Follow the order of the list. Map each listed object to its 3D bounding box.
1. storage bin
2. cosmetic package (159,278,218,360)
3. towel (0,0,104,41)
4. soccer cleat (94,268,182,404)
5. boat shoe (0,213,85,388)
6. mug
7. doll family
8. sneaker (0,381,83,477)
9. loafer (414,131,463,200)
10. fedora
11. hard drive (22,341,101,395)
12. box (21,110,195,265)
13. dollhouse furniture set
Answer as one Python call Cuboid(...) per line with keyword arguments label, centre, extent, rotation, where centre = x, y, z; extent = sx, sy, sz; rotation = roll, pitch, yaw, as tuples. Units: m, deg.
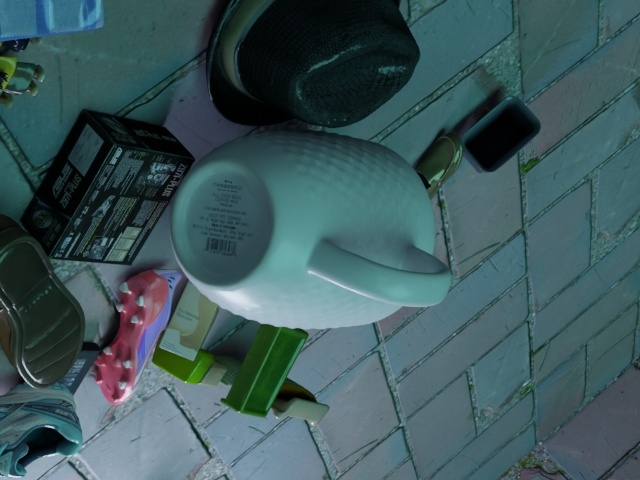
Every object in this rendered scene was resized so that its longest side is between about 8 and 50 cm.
Cuboid(label="storage bin", centre=(0.303, -0.181, 2.060), extent=(0.135, 0.098, 0.091), rotation=(-41, 177, -8))
Cuboid(label="cosmetic package", centre=(-0.196, 0.118, 1.780), extent=(0.041, 0.060, 0.115), rotation=(-169, -79, -83))
Cuboid(label="towel", centre=(-0.297, -0.331, 1.141), extent=(0.209, 0.034, 0.285), rotation=(-15, 123, -39))
Cuboid(label="soccer cleat", centre=(-0.271, 0.147, 1.765), extent=(0.095, 0.083, 0.248), rotation=(-18, 138, -44))
Cuboid(label="boat shoe", centre=(-0.387, 0.070, 1.513), extent=(0.111, 0.104, 0.307), rotation=(-38, 148, -28))
Cuboid(label="mug", centre=(0.000, 0.000, 1.564), extent=(0.328, 0.374, 0.276), rotation=(4, 108, -59))
Cuboid(label="doll family", centre=(-0.342, -0.214, 1.262), extent=(0.111, 0.076, 0.193), rotation=(11, 114, -49))
Cuboid(label="sneaker", centre=(-0.461, 0.272, 1.620), extent=(0.283, 0.122, 0.110), rotation=(-11, 132, -31))
Cuboid(label="loafer", centre=(0.194, -0.120, 2.022), extent=(0.050, 0.056, 0.148), rotation=(-11, 136, -52))
Cuboid(label="fedora", centre=(0.015, -0.247, 1.564), extent=(0.334, 0.152, 0.334), rotation=(-30, 147, -23))
Cuboid(label="hard drive", centre=(-0.394, 0.208, 1.740), extent=(0.094, 0.022, 0.135), rotation=(7, 122, -53))
Cuboid(label="box", centre=(-0.272, -0.064, 1.510), extent=(0.147, 0.077, 0.180), rotation=(6, 122, -53))
Cuboid(label="dollhouse furniture set", centre=(-0.103, 0.188, 1.926), extent=(0.151, 0.198, 0.301), rotation=(-64, 151, -1))
